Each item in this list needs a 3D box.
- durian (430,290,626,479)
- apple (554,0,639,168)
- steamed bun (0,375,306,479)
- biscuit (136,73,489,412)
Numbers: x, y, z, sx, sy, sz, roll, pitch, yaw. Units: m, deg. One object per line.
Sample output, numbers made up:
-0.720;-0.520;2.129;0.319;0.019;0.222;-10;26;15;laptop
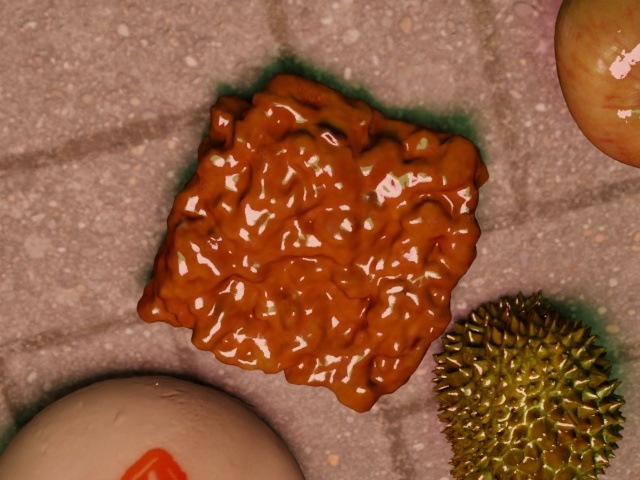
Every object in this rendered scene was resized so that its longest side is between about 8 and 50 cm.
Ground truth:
0.225;0.184;1.495;0.200;0.176;0.237;-10;105;-21;durian
0.346;-0.182;1.310;0.260;0.194;0.261;1;130;2;apple
-0.190;0.339;1.500;0.374;0.241;0.374;0;112;-1;steamed bun
0.000;0.000;1.426;0.312;0.110;0.318;20;112;-11;biscuit
